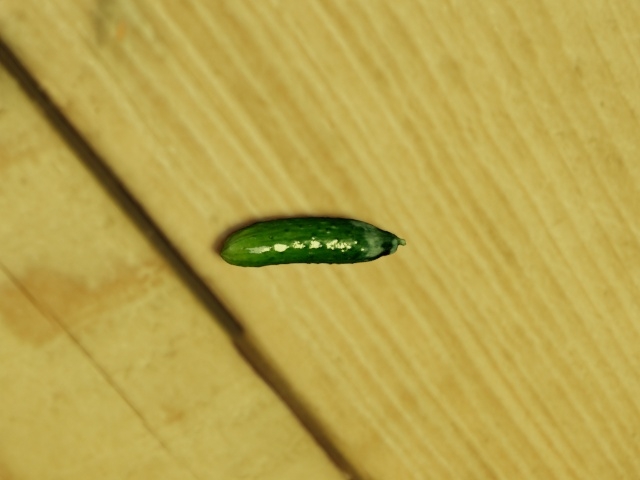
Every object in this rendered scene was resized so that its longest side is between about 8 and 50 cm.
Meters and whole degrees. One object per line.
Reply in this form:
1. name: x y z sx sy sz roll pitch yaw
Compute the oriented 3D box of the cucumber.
1. cucumber: 0.000 0.000 0.891 0.155 0.037 0.037 -2 104 -27
